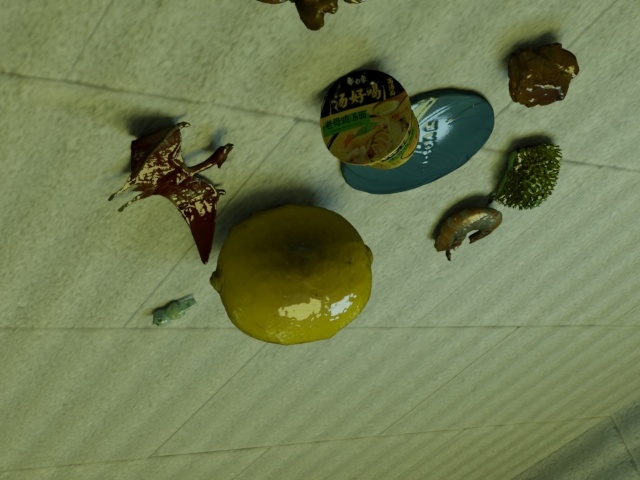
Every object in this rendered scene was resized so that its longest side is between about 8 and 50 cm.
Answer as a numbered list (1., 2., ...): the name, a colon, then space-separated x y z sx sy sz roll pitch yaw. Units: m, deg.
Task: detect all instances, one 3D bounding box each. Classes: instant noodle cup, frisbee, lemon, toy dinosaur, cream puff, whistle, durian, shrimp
1. instant noodle cup: 0.088 -0.180 1.677 0.151 0.151 0.122 -30 161 17
2. frisbee: 0.177 -0.156 1.874 0.290 0.049 0.289 -16 153 -9
3. lemon: -0.046 0.061 1.897 0.284 0.260 0.260 -25 160 -38
4. toy dinosaur: -0.227 -0.068 1.686 0.207 0.112 0.327 -10 152 -21
5. cream puff: 0.360 -0.275 1.751 0.122 0.094 0.116 -14 160 41
6. whistle: -0.290 0.141 2.101 0.100 0.035 0.035 -27 152 8
7. durian: 0.409 -0.108 2.078 0.137 0.095 0.220 -10 162 -11
8. shrimp: 0.304 -0.014 2.195 0.133 0.051 0.187 8 151 -22

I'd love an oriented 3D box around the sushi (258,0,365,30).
1. sushi: -0.030 -0.366 1.182 0.213 0.204 0.200 16 140 -42
